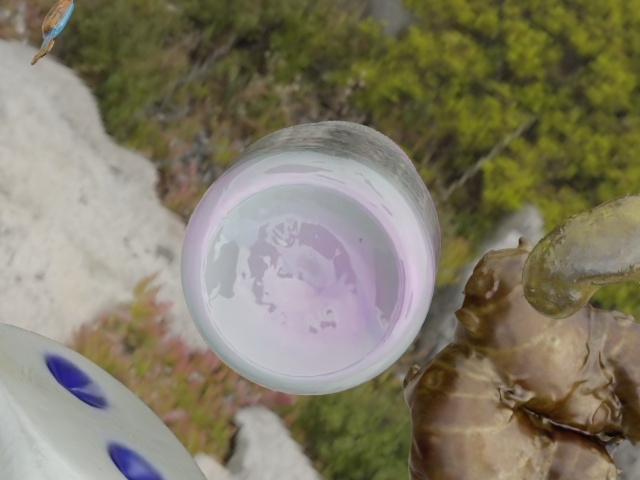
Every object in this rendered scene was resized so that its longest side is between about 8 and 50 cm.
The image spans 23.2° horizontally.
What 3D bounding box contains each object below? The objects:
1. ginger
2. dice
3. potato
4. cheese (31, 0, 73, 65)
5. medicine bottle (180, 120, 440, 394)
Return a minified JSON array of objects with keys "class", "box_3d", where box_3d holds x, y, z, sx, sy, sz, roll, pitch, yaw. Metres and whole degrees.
[{"class":"ginger","box_3d":[0.225,0.199,1.698,0.274,0.357,0.152,27,0,-5]},{"class":"dice","box_3d":[-0.287,0.278,1.514,0.304,0.277,0.304,46,12,35]},{"class":"potato","box_3d":[0.145,0.006,0.817,0.046,0.092,0.045,53,11,-48]},{"class":"cheese","box_3d":[-0.280,-0.221,1.632,0.017,0.047,0.111,36,36,-22]},{"class":"medicine bottle","box_3d":[0.000,0.000,1.655,0.256,0.256,0.325,32,16,-3]}]
